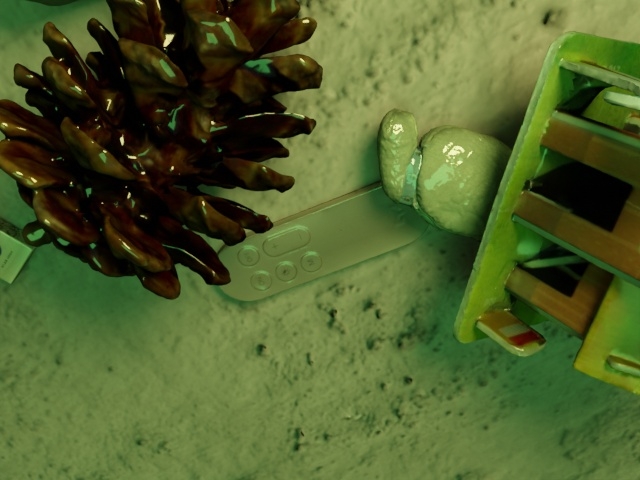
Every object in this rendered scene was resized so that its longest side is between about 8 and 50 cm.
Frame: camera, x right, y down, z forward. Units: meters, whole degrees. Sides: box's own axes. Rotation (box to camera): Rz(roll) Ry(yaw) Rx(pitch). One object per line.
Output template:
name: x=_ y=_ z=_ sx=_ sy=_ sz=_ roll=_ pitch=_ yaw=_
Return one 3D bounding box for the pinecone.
pinecone: x=-0.120 y=-0.092 z=0.541 sx=0.244 sy=0.244 sz=0.309 roll=39 pitch=95 yaw=-18

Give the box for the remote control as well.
remote control: x=0.000 y=0.000 z=0.701 sx=0.245 sy=0.022 sz=0.077 roll=-20 pitch=116 yaw=8

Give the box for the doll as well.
doll: x=0.142 y=-0.057 z=0.643 sx=0.214 sy=0.071 sz=0.103 roll=22 pitch=93 yaw=-23

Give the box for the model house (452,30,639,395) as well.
model house: x=0.270 y=0.025 z=0.493 sx=0.340 sy=0.324 sz=0.300 roll=-6 pitch=119 yaw=-38

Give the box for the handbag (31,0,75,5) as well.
handbag: x=-0.177 y=-0.324 z=0.514 sx=0.256 sy=0.079 sz=0.219 roll=-16 pitch=104 yaw=6

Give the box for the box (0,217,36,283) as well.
box: x=-0.350 y=0.002 z=0.691 sx=0.083 sy=0.024 sz=0.054 roll=34 pitch=108 yaw=-16
